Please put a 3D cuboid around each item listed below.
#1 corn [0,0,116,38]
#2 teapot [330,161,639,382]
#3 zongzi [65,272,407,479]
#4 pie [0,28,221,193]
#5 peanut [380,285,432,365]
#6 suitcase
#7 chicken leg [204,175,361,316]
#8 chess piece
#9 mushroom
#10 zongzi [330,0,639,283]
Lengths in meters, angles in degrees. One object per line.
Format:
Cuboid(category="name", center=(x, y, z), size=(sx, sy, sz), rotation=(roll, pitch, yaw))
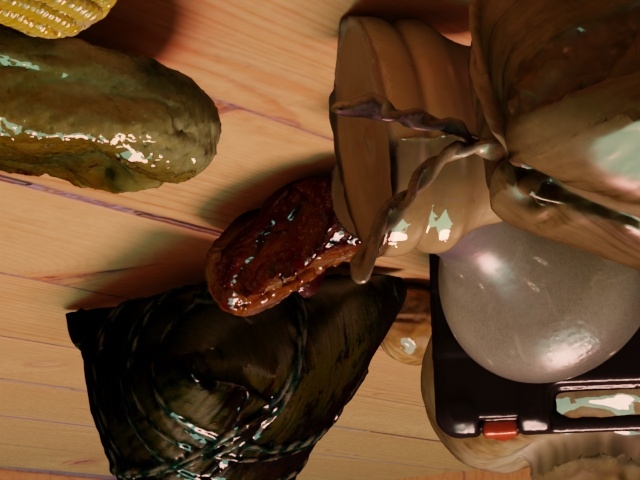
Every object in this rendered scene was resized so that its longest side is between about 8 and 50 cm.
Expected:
Cuboid(category="corn", center=(-0.173, -0.146, 0.822), size=(0.085, 0.063, 0.165), rotation=(18, 180, 42))
Cuboid(category="teapot", center=(0.125, -0.004, 1.226), size=(0.183, 0.183, 0.251), rotation=(-14, 151, 40))
Cuboid(category="zongzi", center=(-0.100, 0.210, 1.665), size=(0.319, 0.362, 0.383), rotation=(-16, 178, -44))
Cuboid(category="pie", center=(-0.196, -0.077, 0.995), size=(0.277, 0.078, 0.277), rotation=(5, 177, 0))
Cuboid(category="peanut", center=(0.113, 0.096, 1.774), size=(0.089, 0.089, 0.193), rotation=(-9, 163, 28))
Cuboid(category="suitcase", center=(0.232, 0.056, 1.370), size=(0.285, 0.206, 0.066), rotation=(-3, 169, 9))
Cuboid(category="chicken leg", center=(-0.012, 0.004, 1.418), size=(0.177, 0.083, 0.322), rotation=(-15, 171, -29))
Cuboid(category="chess piece", center=(0.169, -0.070, 1.027), size=(0.307, 0.139, 0.124), rotation=(-3, 125, -14))
Cuboid(category="mushroom", center=(0.269, 0.128, 1.555), size=(0.352, 0.260, 0.352), rotation=(-3, 161, -1))
Cuboid(category="zongzi", center=(0.291, -0.144, 0.790), size=(0.500, 0.218, 0.467), rotation=(14, 137, -12))
